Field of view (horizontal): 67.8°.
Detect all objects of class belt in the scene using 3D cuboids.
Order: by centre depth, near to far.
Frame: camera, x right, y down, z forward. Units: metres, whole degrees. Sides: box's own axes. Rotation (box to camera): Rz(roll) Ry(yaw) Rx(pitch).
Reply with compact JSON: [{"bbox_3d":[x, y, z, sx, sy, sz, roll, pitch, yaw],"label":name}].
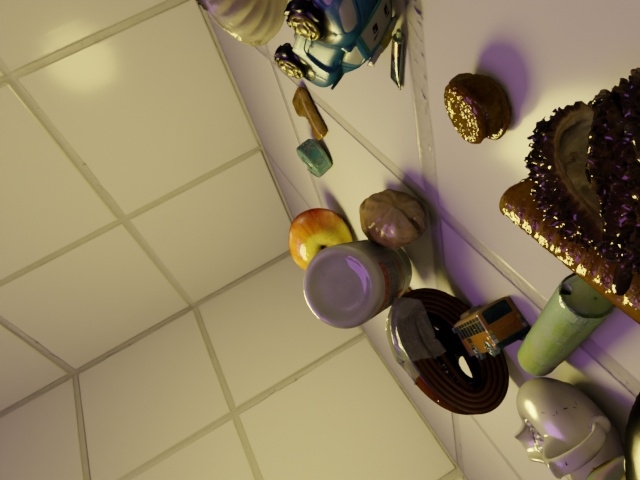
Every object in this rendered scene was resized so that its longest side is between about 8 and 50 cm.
[{"bbox_3d":[0.302,0.269,1.175,0.339,0.217,0.122,51,170,19],"label":"belt"},{"bbox_3d":[-0.021,-0.300,1.722,0.148,0.082,0.163,54,174,-35],"label":"belt"}]

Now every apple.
[{"bbox_3d":[0.000,0.000,1.991,0.286,0.285,0.233,64,178,-22],"label":"apple"}]

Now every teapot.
[{"bbox_3d":[0.428,0.346,0.842,0.209,0.165,0.299,67,-166,21],"label":"teapot"}]

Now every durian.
[{"bbox_3d":[0.274,-0.047,0.419,0.196,0.166,0.196,3,-90,-84],"label":"durian"}]

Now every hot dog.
[{"bbox_3d":[0.338,0.009,0.585,0.289,0.083,0.068,53,150,42],"label":"hot dog"}]

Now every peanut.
[{"bbox_3d":[0.169,-0.055,1.203,0.149,0.149,0.313,61,179,-3],"label":"peanut"}]

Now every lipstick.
[{"bbox_3d":[0.383,0.146,0.768,0.076,0.076,0.304,56,170,30],"label":"lipstick"}]

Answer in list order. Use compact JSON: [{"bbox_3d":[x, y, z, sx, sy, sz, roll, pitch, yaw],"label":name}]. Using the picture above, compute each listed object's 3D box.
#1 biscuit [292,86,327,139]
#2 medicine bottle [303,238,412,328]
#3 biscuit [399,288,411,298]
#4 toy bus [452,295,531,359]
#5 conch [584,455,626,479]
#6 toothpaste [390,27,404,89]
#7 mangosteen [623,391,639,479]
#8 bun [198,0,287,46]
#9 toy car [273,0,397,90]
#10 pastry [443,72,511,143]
[{"bbox_3d":[-0.039,-0.413,1.590,0.184,0.038,0.174,62,171,-3],"label":"biscuit"},{"bbox_3d":[0.118,0.104,1.305,0.211,0.211,0.371,59,-158,10],"label":"medicine bottle"},{"bbox_3d":[0.307,0.252,1.638,0.221,0.066,0.220,60,173,13],"label":"biscuit"},{"bbox_3d":[0.357,0.188,1.018,0.103,0.091,0.182,60,170,16],"label":"toy bus"},{"bbox_3d":[0.466,0.398,0.616,0.368,0.197,0.249,34,179,-44],"label":"conch"},{"bbox_3d":[0.138,-0.326,0.857,0.037,0.021,0.140,59,175,21],"label":"toothpaste"},{"bbox_3d":[0.402,0.204,0.350,0.302,0.275,0.275,-11,112,45],"label":"mangosteen"},{"bbox_3d":[-0.167,-0.631,1.164,0.263,0.175,0.263,30,-133,-40],"label":"bun"},{"bbox_3d":[0.043,-0.367,0.780,0.165,0.198,0.314,28,172,-9],"label":"toy car"},{"bbox_3d":[0.221,-0.188,0.681,0.109,0.057,0.097,64,173,-15],"label":"pastry"}]
